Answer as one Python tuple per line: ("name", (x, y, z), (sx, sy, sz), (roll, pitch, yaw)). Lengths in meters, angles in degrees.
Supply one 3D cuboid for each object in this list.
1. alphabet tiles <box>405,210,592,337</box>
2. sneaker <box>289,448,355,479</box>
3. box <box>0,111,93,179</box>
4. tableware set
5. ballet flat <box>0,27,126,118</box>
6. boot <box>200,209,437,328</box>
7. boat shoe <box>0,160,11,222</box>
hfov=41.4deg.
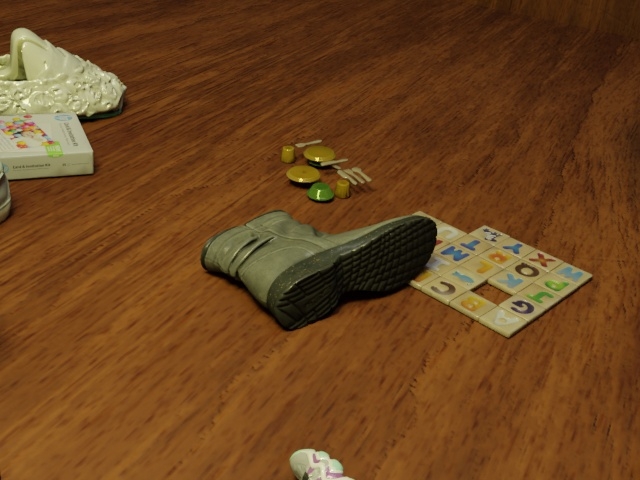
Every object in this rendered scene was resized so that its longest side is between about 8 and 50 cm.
("alphabet tiles", (0.180, 0.026, 1.030), (0.237, 0.009, 0.198), (29, 36, 33))
("sneaker", (-0.003, 0.201, 0.640), (0.098, 0.038, 0.069), (28, 34, 34))
("box", (-0.414, -0.128, 1.146), (0.186, 0.038, 0.145), (-5, 31, -24))
("tableware set", (-0.006, -0.097, 1.202), (0.104, 0.024, 0.154), (-14, 36, -28))
("ballet flat", (-0.486, -0.247, 1.251), (0.408, 0.147, 0.147), (-6, 31, -24))
("boot", (0.000, 0.000, 0.957), (0.246, 0.083, 0.161), (-20, 37, -32))
("boat shoe", (-0.427, -0.032, 0.922), (0.079, 0.081, 0.227), (15, 29, 15))
